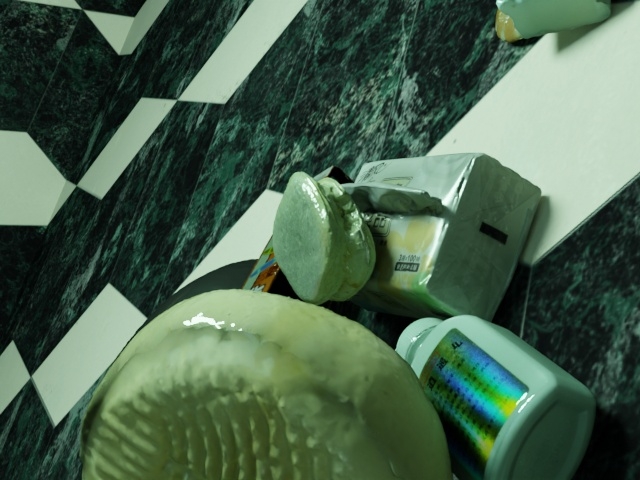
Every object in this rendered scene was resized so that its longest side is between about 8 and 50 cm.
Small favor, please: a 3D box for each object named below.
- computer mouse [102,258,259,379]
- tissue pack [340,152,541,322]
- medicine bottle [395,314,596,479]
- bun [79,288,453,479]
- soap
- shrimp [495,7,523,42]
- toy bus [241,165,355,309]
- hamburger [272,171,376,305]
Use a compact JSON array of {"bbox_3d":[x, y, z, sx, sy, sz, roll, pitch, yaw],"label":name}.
[{"bbox_3d":[-0.157,0.122,1.276,0.323,0.116,0.183,-37,21,-20],"label":"computer mouse"},{"bbox_3d":[0.089,-0.013,1.044,0.229,0.145,0.159,3,67,63],"label":"tissue pack"},{"bbox_3d":[0.138,0.135,0.869,0.121,0.083,0.229,-65,25,7],"label":"medicine bottle"},{"bbox_3d":[-0.031,0.208,0.875,0.364,0.364,0.202,-42,-7,35],"label":"bun"},{"bbox_3d":[0.264,-0.322,1.096,0.114,0.063,0.198,-7,54,32],"label":"soap"},{"bbox_3d":[0.239,-0.309,1.192,0.091,0.043,0.184,-41,33,44],"label":"shrimp"},{"bbox_3d":[-0.041,0.068,1.156,0.092,0.093,0.409,-27,25,40],"label":"toy bus"},{"bbox_3d":[0.000,0.000,1.033,0.140,0.062,0.133,61,144,40],"label":"hamburger"}]
